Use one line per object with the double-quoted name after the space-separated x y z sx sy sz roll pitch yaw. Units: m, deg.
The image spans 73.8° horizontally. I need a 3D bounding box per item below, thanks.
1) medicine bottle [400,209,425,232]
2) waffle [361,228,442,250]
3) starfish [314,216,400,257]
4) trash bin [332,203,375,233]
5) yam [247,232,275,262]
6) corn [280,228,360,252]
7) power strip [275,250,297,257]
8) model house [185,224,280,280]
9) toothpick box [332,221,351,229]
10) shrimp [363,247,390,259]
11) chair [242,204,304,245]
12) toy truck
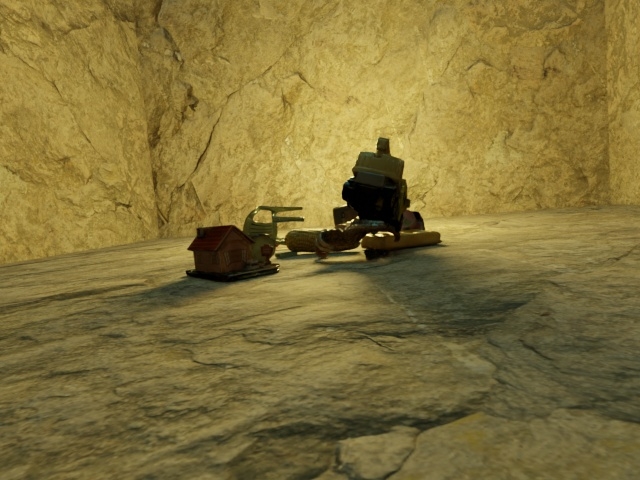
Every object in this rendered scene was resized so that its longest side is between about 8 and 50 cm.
0.378 -0.069 1.823 0.119 0.094 0.188 -8 -16 19 "medicine bottle"
0.309 -0.004 1.637 0.274 0.057 0.168 -6 5 -20 "waffle"
0.116 -0.019 1.422 0.304 0.112 0.312 -14 2 4 "starfish"
0.230 -0.131 2.424 0.291 0.209 0.182 -9 4 25 "trash bin"
-0.243 0.025 1.579 0.108 0.107 0.194 -7 5 -23 "yam"
0.000 0.000 1.667 0.311 0.101 0.101 -1 5 12 "corn"
-0.132 0.054 1.638 0.090 0.016 0.040 -8 6 -39 "power strip"
-0.275 0.027 1.298 0.207 0.153 0.294 -11 7 -40 "model house"
0.123 -0.034 1.953 0.099 0.098 0.149 -3 5 25 "toothpick box"
0.184 0.037 1.404 0.091 0.034 0.161 -5 3 14 "shrimp"
-0.215 -0.053 1.967 0.275 0.203 0.190 0 16 -7 "chair"
0.217 -0.183 1.527 0.181 0.253 0.405 17 -10 19 "toy truck"
